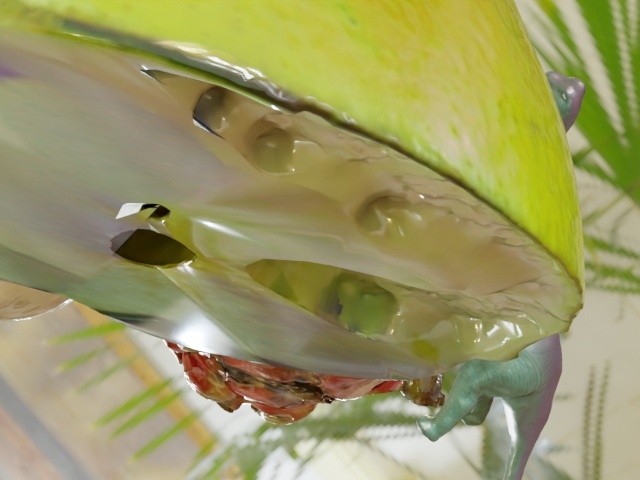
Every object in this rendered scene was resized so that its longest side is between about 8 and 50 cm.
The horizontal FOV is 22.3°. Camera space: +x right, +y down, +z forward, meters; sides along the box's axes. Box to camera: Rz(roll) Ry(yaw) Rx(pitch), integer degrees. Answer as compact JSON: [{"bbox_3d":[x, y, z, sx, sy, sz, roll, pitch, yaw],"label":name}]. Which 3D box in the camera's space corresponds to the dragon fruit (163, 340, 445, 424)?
[{"bbox_3d":[-0.011,0.034,1.364,0.291,0.269,0.250,-57,1,41],"label":"dragon fruit"}]

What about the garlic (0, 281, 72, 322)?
[{"bbox_3d":[-0.226,0.000,1.257,0.206,0.128,0.115,-50,12,7],"label":"garlic"}]

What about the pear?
[{"bbox_3d":[-0.056,-0.076,0.764,0.399,0.399,0.165,141,146,-67],"label":"pear"}]

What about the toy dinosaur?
[{"bbox_3d":[0.222,0.063,1.660,0.331,0.383,0.129,-33,2,25],"label":"toy dinosaur"}]
